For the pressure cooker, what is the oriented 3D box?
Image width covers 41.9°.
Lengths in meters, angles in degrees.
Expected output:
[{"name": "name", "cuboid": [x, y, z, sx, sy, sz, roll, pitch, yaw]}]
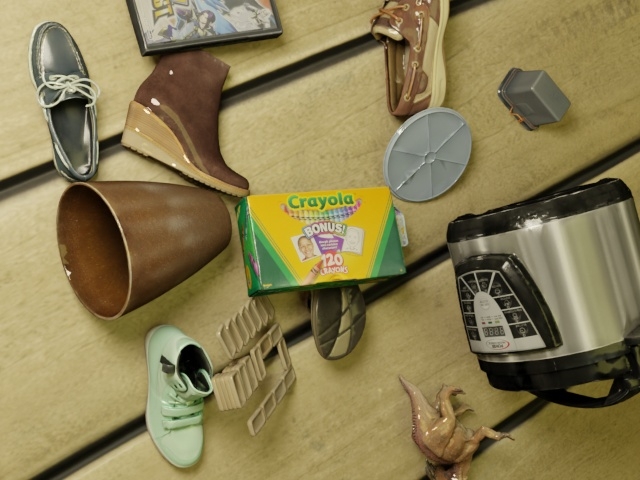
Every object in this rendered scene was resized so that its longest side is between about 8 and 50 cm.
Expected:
[{"name": "pressure cooker", "cuboid": [0.462, 0.117, 1.604, 0.376, 0.370, 0.420, -14, 92, 13]}]

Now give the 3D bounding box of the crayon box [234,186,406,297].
[{"name": "crayon box", "cuboid": [0.000, 0.000, 1.478, 0.279, 0.081, 0.165, -6, 79, -23]}]

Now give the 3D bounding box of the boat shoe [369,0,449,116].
[{"name": "boat shoe", "cuboid": [0.158, -0.402, 1.573, 0.123, 0.123, 0.341, -10, 105, -29]}]

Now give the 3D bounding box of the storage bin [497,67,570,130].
[{"name": "storage bin", "cuboid": [0.452, -0.296, 1.758, 0.135, 0.091, 0.098, 42, 74, -24]}]

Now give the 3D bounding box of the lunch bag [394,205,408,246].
[{"name": "lunch bag", "cuboid": [0.127, -0.029, 1.608, 0.053, 0.071, 0.083, -12, 102, -24]}]

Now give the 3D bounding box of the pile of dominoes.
[{"name": "pile of dominoes", "cuboid": [-0.120, 0.203, 1.438, 0.040, 0.251, 0.195, -12, 101, 18]}]

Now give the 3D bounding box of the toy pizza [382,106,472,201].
[{"name": "toy pizza", "cuboid": [0.207, -0.169, 1.636, 0.201, 0.032, 0.201, -14, 125, -21]}]

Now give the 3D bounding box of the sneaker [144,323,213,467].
[{"name": "sneaker", "cuboid": [-0.228, 0.275, 1.387, 0.094, 0.151, 0.255, -14, 102, -29]}]

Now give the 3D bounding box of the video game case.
[{"name": "video game case", "cuboid": [-0.211, -0.453, 1.377, 0.248, 0.035, 0.274, -15, 89, -28]}]

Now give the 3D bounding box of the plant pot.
[{"name": "plant pot", "cuboid": [-0.264, -0.007, 1.335, 0.230, 0.215, 0.215, -17, 102, -42]}]

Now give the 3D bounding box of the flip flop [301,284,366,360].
[{"name": "flip flop", "cuboid": [0.005, 0.084, 1.551, 0.112, 0.080, 0.277, -14, 85, -28]}]

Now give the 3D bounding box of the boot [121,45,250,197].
[{"name": "boot", "cuboid": [-0.192, -0.202, 1.405, 0.248, 0.090, 0.206, 28, 82, -24]}]

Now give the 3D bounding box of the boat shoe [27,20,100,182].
[{"name": "boat shoe", "cuboid": [-0.395, -0.216, 1.298, 0.095, 0.079, 0.254, -8, 98, -28]}]

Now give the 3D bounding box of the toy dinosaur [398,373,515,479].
[{"name": "toy dinosaur", "cuboid": [0.245, 0.407, 1.682, 0.296, 0.127, 0.200, 44, 80, -18]}]
